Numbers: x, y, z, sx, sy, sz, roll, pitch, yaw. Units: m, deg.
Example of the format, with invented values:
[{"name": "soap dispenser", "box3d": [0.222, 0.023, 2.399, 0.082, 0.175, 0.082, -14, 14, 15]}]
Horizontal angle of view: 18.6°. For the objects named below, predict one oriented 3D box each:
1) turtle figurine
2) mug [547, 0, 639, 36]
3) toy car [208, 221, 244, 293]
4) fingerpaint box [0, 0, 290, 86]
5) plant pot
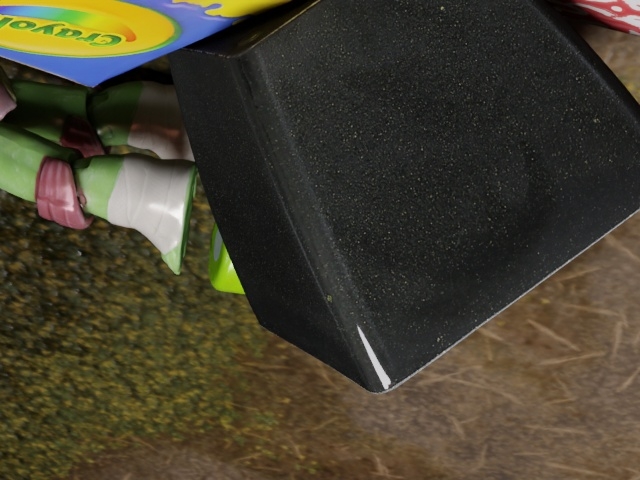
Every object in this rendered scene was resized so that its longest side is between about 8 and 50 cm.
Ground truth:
[{"name": "turtle figurine", "box3d": [-0.209, -0.023, 1.150, 0.266, 0.275, 0.198, 8, 180, -3]}, {"name": "mug", "box3d": [0.196, -0.158, 0.938, 0.169, 0.150, 0.113, 11, -178, 8]}, {"name": "toy car", "box3d": [0.000, 0.000, 1.179, 0.155, 0.149, 0.188, 8, 158, -14]}, {"name": "fingerpaint box", "box3d": [-0.118, -0.228, 0.720, 0.371, 0.163, 0.445, -18, 158, 36]}, {"name": "plant pot", "box3d": [0.029, -0.060, 0.968, 0.167, 0.188, 0.187, 57, 168, -18]}]
